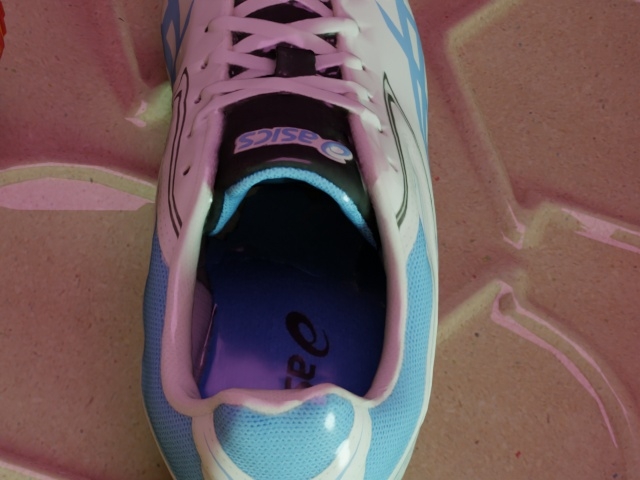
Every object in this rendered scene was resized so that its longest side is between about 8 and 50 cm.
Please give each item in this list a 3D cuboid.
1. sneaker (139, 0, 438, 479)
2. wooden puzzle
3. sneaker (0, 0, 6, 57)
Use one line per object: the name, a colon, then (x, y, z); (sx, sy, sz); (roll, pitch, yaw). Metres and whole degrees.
sneaker: (-0.006, -0.027, 0.530); (0.085, 0.086, 0.237); (2, 55, -6)
wooden puzzle: (0.000, 0.000, 0.613); (0.348, 0.080, 0.322); (16, 55, 1)
sneaker: (-0.160, -0.017, 0.529); (0.175, 0.067, 0.064); (-45, 121, -23)
